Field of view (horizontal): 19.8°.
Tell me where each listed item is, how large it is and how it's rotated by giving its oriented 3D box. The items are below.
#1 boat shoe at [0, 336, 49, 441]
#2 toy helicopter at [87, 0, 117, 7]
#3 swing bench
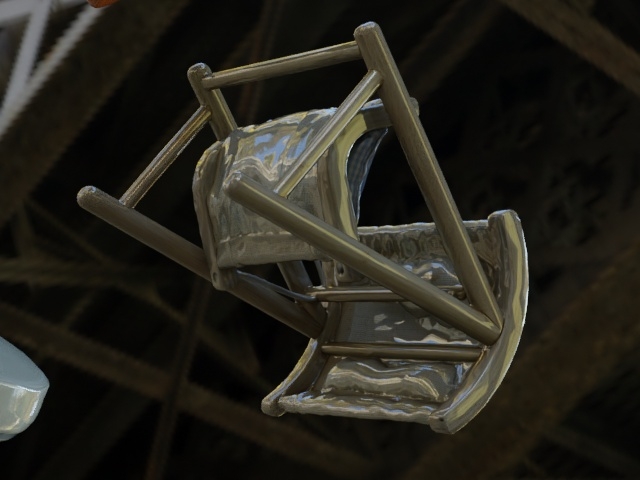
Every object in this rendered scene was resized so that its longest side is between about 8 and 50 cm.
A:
[{"bbox_3d":[-0.188,0.038,0.508,0.227,0.079,0.081,16,-78,-35],"label":"boat shoe"},{"bbox_3d":[-0.136,-0.283,1.288,0.235,0.355,0.140,-31,-89,12],"label":"toy helicopter"},{"bbox_3d":[0.000,0.000,1.341,0.254,0.253,0.165,49,-115,-22],"label":"swing bench"}]
